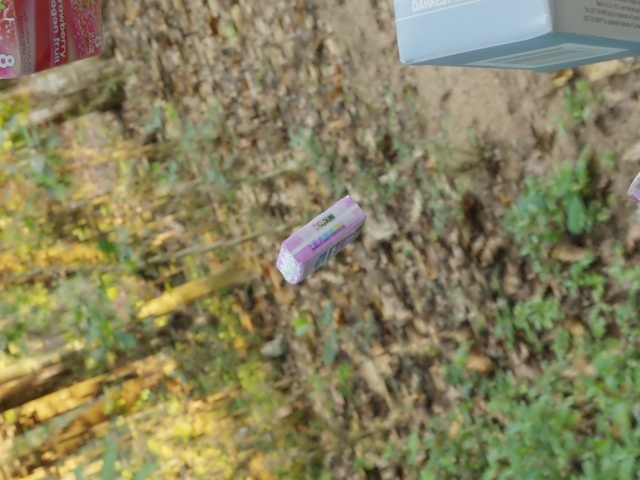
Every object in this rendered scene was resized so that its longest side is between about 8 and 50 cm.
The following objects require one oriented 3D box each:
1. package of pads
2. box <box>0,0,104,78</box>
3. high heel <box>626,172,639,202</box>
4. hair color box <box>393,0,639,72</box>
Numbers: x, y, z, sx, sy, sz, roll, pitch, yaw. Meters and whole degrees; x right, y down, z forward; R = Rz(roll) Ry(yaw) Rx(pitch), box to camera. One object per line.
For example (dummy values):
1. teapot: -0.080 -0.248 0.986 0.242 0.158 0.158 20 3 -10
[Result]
1. package of pads: 0.000 0.000 1.059 0.032 0.083 0.050 48 156 11
2. box: -0.240 -0.245 0.819 0.128 0.122 0.257 -44 -47 -67
3. high heel: 0.598 -0.141 1.615 0.181 0.377 0.127 39 173 18
4. hair color box: 0.126 -0.305 0.773 0.113 0.185 0.375 -5 91 39
